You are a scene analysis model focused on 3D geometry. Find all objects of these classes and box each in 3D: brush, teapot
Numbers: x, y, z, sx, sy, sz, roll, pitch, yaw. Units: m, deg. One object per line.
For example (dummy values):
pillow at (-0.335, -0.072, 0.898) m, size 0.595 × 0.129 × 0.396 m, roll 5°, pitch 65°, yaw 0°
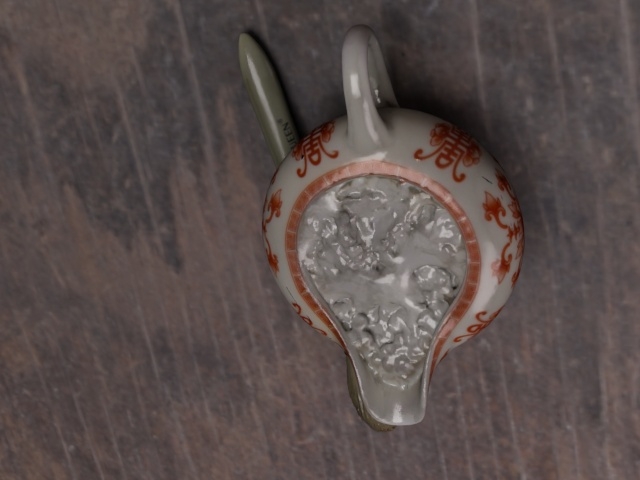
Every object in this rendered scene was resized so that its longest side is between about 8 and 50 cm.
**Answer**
brush at (0.000, 0.000, 0.966) m, size 0.039 × 0.042 × 0.299 m, roll -10°, pitch 113°, yaw 28°
teapot at (0.041, -0.015, 0.885) m, size 0.159 × 0.116 × 0.246 m, roll -2°, pitch 120°, yaw 29°
